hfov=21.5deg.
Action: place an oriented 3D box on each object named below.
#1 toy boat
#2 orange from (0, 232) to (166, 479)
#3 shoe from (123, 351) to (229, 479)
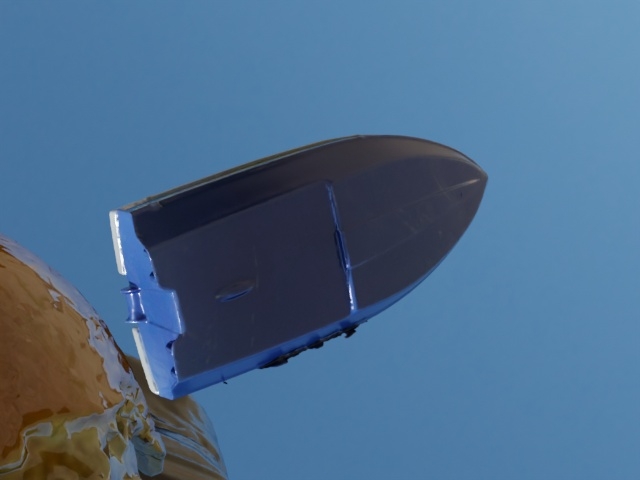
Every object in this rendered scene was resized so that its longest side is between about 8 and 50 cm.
[{"bbox_3d":[0.000,0.000,1.115,0.295,0.088,0.129,-21,-73,-33],"label":"toy boat"},{"bbox_3d":[-0.104,0.061,0.361,0.156,0.156,0.134,42,-157,6],"label":"orange"},{"bbox_3d":[-0.241,0.157,1.266,0.384,0.171,0.237,18,-165,-23],"label":"shoe"}]
